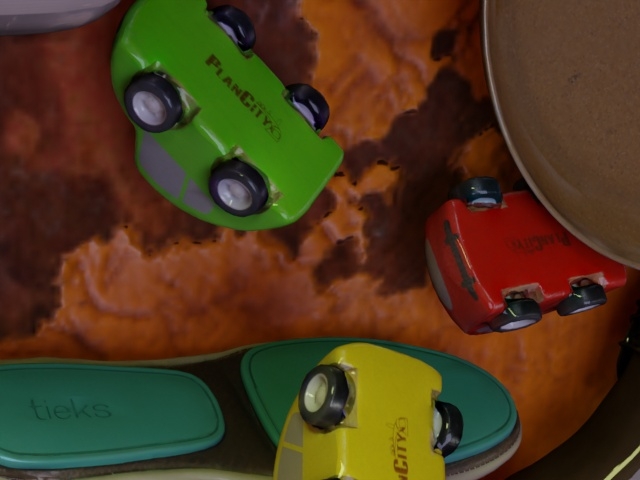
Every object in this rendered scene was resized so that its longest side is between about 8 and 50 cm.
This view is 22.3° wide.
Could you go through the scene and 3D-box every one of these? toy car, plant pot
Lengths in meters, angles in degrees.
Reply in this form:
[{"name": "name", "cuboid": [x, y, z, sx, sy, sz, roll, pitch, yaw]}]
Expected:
[{"name": "toy car", "cuboid": [0.000, 0.000, 0.614, 0.225, 0.053, 0.239, 47, 45, -10]}, {"name": "plant pot", "cuboid": [0.160, -0.103, 0.670, 0.236, 0.032, 0.236, -7, 106, -26]}]

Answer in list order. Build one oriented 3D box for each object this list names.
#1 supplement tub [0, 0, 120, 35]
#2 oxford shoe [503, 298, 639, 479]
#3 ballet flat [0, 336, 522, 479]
[{"name": "supplement tub", "cuboid": [-0.209, -0.142, 0.410, 0.316, 0.193, 0.193, -7, 113, -22]}, {"name": "oxford shoe", "cuboid": [0.159, 0.059, 0.732, 0.227, 0.083, 0.096, -35, 102, -8]}, {"name": "ballet flat", "cuboid": [-0.040, 0.086, 0.653, 0.248, 0.086, 0.086, 4, 109, -24]}]
